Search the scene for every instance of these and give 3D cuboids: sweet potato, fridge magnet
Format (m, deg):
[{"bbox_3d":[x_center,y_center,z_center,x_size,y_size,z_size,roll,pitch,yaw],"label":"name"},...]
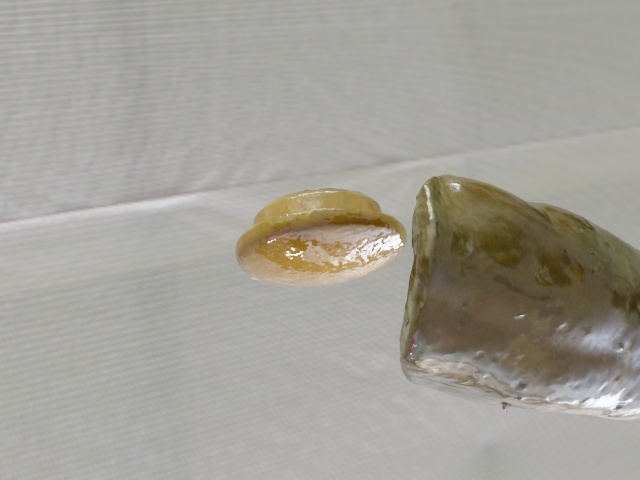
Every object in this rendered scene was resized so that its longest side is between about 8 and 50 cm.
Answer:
[{"bbox_3d":[0.185,0.059,1.130,0.370,0.158,0.158,15,-96,-34],"label":"sweet potato"},{"bbox_3d":[0.000,0.000,1.256,0.143,0.143,0.063,15,-121,-41],"label":"fridge magnet"}]
